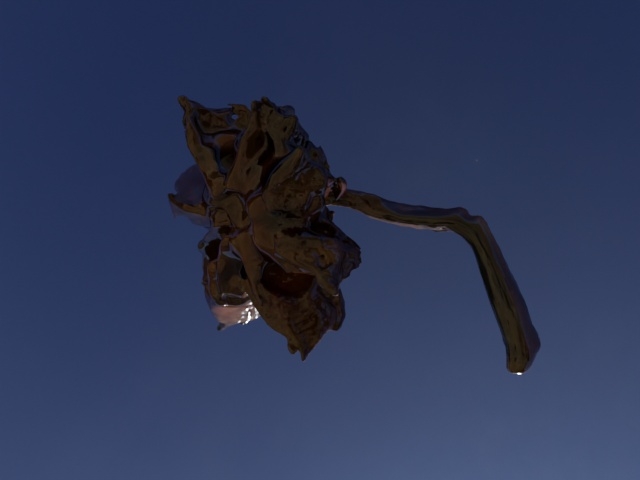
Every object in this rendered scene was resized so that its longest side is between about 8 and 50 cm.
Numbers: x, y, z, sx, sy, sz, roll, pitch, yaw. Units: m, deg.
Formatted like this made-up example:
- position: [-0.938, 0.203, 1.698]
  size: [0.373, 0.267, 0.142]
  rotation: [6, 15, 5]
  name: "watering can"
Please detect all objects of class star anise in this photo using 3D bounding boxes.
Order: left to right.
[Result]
- position: [-0.003, 0.006, 0.422]
  size: [0.347, 0.148, 0.237]
  rotation: [23, -53, 24]
  name: "star anise"
